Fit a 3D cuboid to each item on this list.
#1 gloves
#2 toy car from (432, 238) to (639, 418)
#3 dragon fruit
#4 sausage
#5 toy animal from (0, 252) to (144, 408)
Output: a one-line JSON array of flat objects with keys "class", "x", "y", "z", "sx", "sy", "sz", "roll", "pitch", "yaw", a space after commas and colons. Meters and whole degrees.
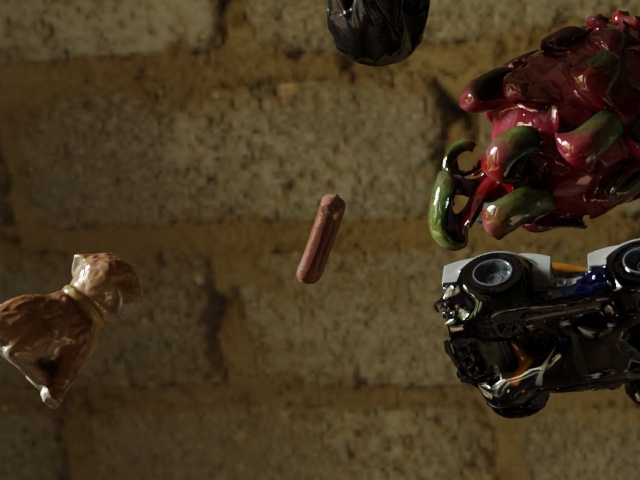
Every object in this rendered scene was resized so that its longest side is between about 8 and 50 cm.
[{"class": "gloves", "x": 0.068, "y": -0.253, "z": 1.125, "sx": 0.124, "sy": 0.203, "sz": 0.164, "roll": 20, "pitch": 38, "yaw": 13}, {"class": "toy car", "x": 0.278, "y": 0.087, "z": 1.323, "sx": 0.301, "sy": 0.193, "sz": 0.118, "roll": -8, "pitch": 36, "yaw": 14}, {"class": "dragon fruit", "x": 0.229, "y": -0.104, "z": 1.178, "sx": 0.218, "sy": 0.198, "sz": 0.273, "roll": 29, "pitch": 38, "yaw": 34}, {"class": "sausage", "x": 0.001, "y": 0.000, "z": 1.558, "sx": 0.030, "sy": 0.147, "sz": 0.035, "roll": 10, "pitch": 44, "yaw": -9}, {"class": "toy animal", "x": -0.302, "y": 0.066, "z": 1.457, "sx": 0.185, "sy": 0.184, "sz": 0.104, "roll": -43, "pitch": 35, "yaw": -9}]
